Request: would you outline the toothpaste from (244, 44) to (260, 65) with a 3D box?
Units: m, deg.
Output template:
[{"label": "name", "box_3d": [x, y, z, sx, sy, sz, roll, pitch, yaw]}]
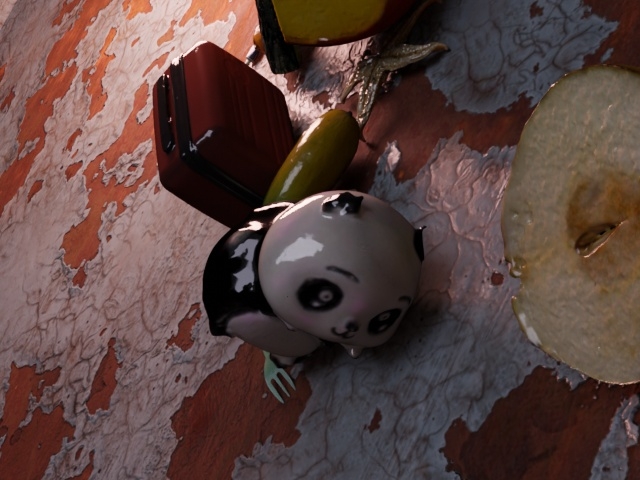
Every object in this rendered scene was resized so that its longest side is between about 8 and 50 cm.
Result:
[{"label": "toothpaste", "box_3d": [-0.121, -0.372, 2.391, 0.083, 0.019, 0.027, -59, 11, -4]}]

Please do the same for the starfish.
[{"label": "starfish", "box_3d": [0.117, -0.290, 2.020, 0.247, 0.050, 0.138, -49, 38, 17]}]

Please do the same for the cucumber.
[{"label": "cucumber", "box_3d": [-0.090, -0.403, 2.208, 0.062, 0.211, 0.078, -13, 29, 9]}]

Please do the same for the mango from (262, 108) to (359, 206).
[{"label": "mango", "box_3d": [-0.017, -0.105, 1.952, 0.237, 0.091, 0.137, -59, -4, -28]}]

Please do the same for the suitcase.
[{"label": "suitcase", "box_3d": [-0.161, -0.176, 2.100, 0.161, 0.236, 0.297, -39, 39, 25]}]

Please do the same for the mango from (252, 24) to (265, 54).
[{"label": "mango", "box_3d": [-0.072, -0.392, 2.302, 0.127, 0.063, 0.077, -28, 3, 19]}]

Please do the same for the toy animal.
[{"label": "toy animal", "box_3d": [-0.004, 0.041, 1.734, 0.310, 0.251, 0.251, -21, 49, 42]}]

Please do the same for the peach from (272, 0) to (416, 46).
[{"label": "peach", "box_3d": [0.051, -0.466, 2.071, 0.306, 0.242, 0.380, -22, 25, 9]}]

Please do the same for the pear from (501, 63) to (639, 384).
[{"label": "pear", "box_3d": [0.373, -0.025, 1.340, 0.386, 0.191, 0.340, -31, 68, 60]}]

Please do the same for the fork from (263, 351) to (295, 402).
[{"label": "fork", "box_3d": [-0.092, 0.168, 1.939, 0.039, 0.021, 0.235, -46, 37, 10]}]

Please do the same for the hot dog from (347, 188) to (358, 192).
[{"label": "hot dog", "box_3d": [0.000, 0.000, 1.931, 0.191, 0.059, 0.108, -44, 33, 22]}]
